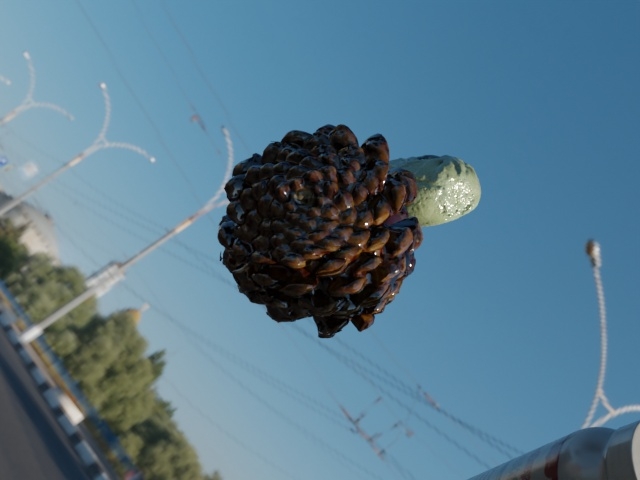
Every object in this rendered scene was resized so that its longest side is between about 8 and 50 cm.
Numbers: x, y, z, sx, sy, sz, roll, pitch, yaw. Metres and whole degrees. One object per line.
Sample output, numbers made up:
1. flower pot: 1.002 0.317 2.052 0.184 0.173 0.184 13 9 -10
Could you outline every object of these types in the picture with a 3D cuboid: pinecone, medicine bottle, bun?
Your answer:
1. pinecone: 0.000 0.000 0.955 0.221 0.221 0.221 47 -18 21
2. medicine bottle: 0.224 0.252 0.828 0.131 0.131 0.250 52 -46 4
3. bun: 0.170 -0.097 1.608 0.221 0.221 0.108 19 -54 62
